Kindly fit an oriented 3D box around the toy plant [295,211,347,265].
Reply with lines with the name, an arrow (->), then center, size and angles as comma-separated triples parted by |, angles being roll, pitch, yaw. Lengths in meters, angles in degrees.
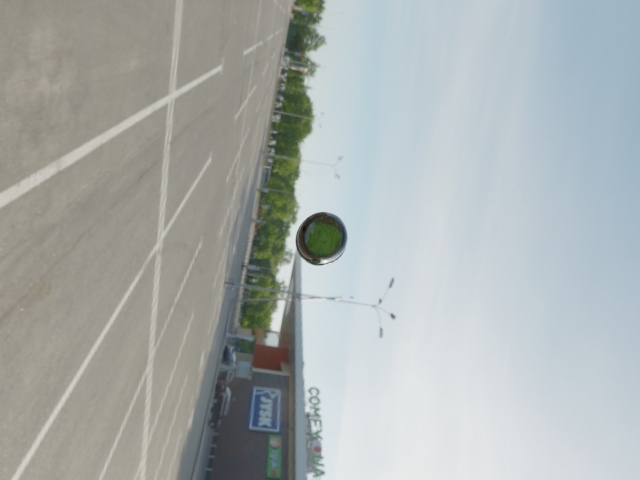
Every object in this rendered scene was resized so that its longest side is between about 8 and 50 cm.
toy plant -> 0.000, 0.000, 0.869 | 0.162, 0.093, 0.092 | 137, -37, -85
